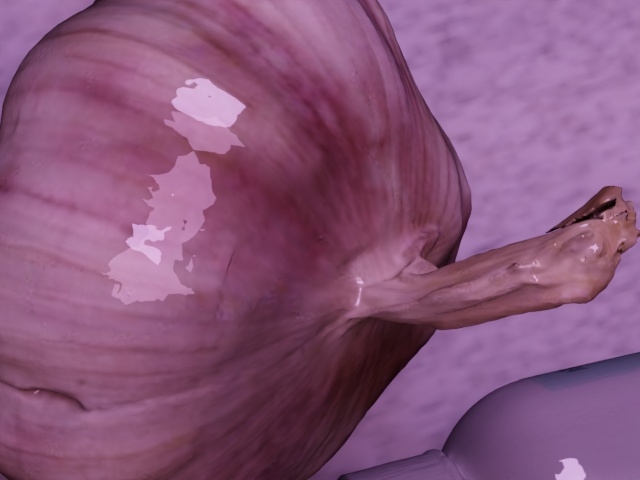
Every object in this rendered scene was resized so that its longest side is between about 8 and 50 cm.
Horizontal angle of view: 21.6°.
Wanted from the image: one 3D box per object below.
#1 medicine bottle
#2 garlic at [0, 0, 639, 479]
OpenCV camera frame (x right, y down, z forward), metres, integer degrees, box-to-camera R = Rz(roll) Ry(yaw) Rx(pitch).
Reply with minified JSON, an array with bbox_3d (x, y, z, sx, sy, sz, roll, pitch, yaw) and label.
[{"bbox_3d":[0.121,0.111,0.747,0.352,0.110,0.110,-11,91,-16],"label":"medicine bottle"},{"bbox_3d":[0.000,0.000,0.631,0.245,0.253,0.245,-18,111,-58],"label":"garlic"}]
